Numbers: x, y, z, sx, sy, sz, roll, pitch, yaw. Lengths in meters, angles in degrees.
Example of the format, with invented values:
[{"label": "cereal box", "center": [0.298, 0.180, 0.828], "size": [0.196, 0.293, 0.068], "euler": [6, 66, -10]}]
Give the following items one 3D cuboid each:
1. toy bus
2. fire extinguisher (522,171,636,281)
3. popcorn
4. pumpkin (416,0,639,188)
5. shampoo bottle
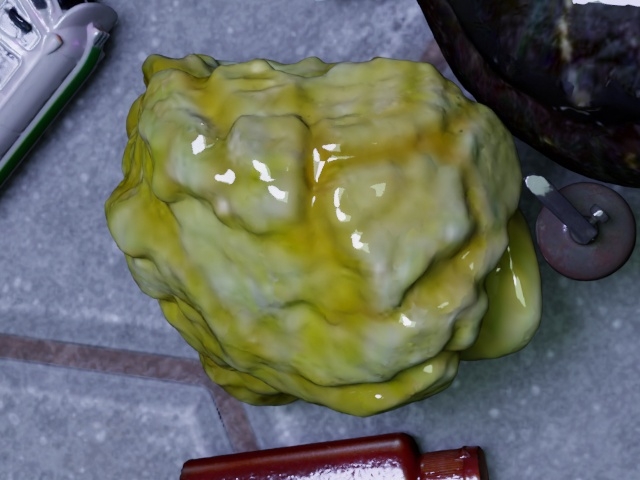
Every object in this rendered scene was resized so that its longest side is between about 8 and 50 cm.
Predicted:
[{"label": "toy bus", "center": [-0.320, -0.145, 1.183], "size": [0.179, 0.143, 0.305], "euler": [41, 97, 7]}, {"label": "fire extinguisher", "center": [0.194, -0.012, 1.009], "size": [0.072, 0.267, 0.089], "euler": [-44, 80, 9]}, {"label": "popcorn", "center": [-0.012, 0.000, 1.023], "size": [0.293, 0.334, 0.292], "euler": [2, 92, -28]}, {"label": "pumpkin", "center": [0.269, -0.252, 0.952], "size": [0.454, 0.344, 0.454], "euler": [-1, 88, 22]}, {"label": "shampoo bottle", "center": [0.013, 0.221, 1.151], "size": [0.260, 0.064, 0.102], "euler": [-10, 88, 12]}]
